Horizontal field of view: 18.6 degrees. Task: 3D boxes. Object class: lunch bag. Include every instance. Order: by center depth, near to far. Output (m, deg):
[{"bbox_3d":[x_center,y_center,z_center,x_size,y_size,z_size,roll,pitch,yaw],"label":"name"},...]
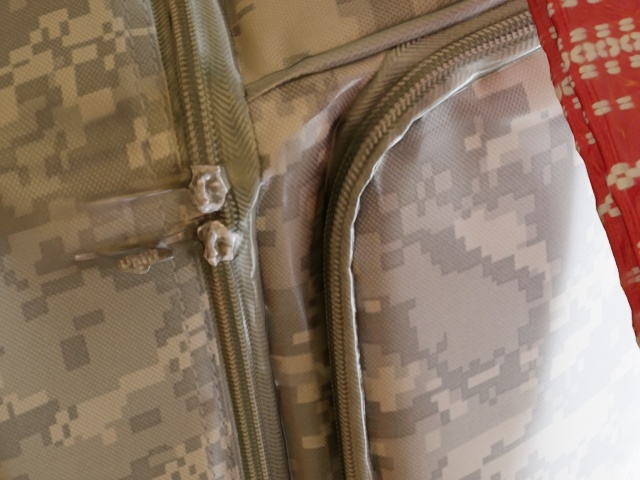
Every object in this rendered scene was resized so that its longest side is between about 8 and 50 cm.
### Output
[{"bbox_3d":[0.000,0.000,0.654,0.212,0.256,0.305,-109,-170,-50],"label":"lunch bag"}]

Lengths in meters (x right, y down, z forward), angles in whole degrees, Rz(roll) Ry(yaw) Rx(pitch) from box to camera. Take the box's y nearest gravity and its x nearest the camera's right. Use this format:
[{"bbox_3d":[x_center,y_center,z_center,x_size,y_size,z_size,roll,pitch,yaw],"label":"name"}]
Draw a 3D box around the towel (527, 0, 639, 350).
[{"bbox_3d":[0.160,0.005,0.378,0.198,0.031,0.275,-15,-117,3],"label":"towel"}]
